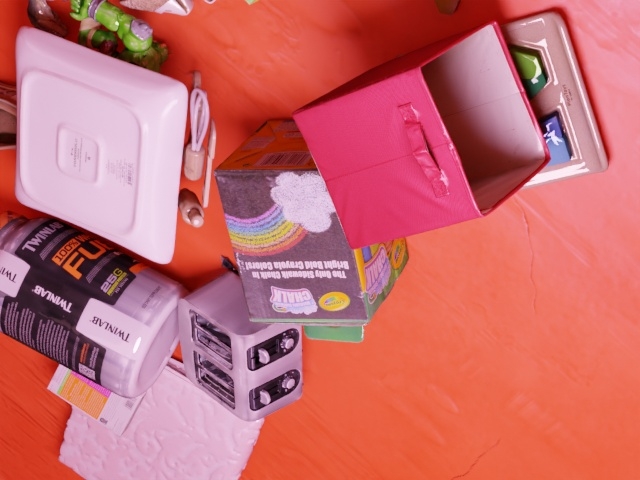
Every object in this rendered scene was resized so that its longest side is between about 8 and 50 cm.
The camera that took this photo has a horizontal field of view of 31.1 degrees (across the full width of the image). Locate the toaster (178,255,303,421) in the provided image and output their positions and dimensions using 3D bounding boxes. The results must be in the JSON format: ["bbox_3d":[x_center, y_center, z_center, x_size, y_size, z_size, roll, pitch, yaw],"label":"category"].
[{"bbox_3d":[-0.118,0.147,1.681,0.185,0.110,0.168,31,134,36],"label":"toaster"}]

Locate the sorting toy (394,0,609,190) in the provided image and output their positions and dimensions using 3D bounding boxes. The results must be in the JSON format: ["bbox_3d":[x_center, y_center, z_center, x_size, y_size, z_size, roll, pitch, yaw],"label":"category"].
[{"bbox_3d":[0.202,-0.196,1.406,0.229,0.041,0.307,-11,112,30],"label":"sorting toy"}]

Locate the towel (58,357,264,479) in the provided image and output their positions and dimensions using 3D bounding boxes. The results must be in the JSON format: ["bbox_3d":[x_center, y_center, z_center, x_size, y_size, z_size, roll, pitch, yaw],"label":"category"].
[{"bbox_3d":[-0.271,0.325,1.916,0.317,0.053,0.332,29,125,9],"label":"towel"}]

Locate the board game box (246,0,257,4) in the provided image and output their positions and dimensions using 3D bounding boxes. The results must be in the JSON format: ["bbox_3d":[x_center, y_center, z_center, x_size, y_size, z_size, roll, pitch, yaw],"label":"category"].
[{"bbox_3d":[-0.049,-0.462,1.336,0.213,0.046,0.317,46,115,-4],"label":"board game box"}]

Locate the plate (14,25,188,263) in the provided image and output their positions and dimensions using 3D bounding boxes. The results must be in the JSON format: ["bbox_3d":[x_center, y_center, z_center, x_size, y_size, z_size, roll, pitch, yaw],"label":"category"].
[{"bbox_3d":[-0.314,-0.122,1.563,0.278,0.045,0.277,22,122,19],"label":"plate"}]

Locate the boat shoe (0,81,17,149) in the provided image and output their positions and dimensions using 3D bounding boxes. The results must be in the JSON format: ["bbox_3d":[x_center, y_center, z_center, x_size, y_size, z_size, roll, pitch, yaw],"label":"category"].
[{"bbox_3d":[-0.498,-0.186,1.710,0.285,0.089,0.105,2,118,24],"label":"boat shoe"}]

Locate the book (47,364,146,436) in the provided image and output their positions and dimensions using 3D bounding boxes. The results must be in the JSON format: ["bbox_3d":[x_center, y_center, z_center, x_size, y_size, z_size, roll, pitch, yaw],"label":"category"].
[{"bbox_3d":[-0.361,0.241,1.865,0.144,0.035,0.096,35,121,5],"label":"book"}]

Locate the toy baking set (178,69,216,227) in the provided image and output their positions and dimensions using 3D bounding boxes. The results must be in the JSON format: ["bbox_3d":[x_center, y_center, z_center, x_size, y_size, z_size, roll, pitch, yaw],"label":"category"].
[{"bbox_3d":[-0.169,-0.117,1.521,0.030,0.256,0.197,-1,110,-12],"label":"toy baking set"}]

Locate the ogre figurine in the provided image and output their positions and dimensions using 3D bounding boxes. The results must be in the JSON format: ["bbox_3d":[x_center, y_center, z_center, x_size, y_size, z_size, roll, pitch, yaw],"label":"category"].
[{"bbox_3d":[-0.270,-0.243,1.568,0.118,0.097,0.197,18,118,24],"label":"ogre figurine"}]

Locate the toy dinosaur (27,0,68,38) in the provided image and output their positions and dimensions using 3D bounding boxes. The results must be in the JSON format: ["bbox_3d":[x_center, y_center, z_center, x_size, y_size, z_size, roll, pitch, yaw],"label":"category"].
[{"bbox_3d":[-0.370,-0.395,1.553,0.118,0.064,0.268,7,117,29],"label":"toy dinosaur"}]

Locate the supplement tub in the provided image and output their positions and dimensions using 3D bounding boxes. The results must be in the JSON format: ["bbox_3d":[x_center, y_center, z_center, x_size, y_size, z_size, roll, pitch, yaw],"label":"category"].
[{"bbox_3d":[-0.372,0.089,1.743,0.316,0.193,0.194,26,125,9],"label":"supplement tub"}]

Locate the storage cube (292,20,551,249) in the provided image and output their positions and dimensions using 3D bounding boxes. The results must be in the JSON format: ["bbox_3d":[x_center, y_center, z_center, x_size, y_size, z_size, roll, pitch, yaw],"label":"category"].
[{"bbox_3d":[0.121,-0.121,1.342,0.193,0.215,0.184,-15,104,40],"label":"storage cube"}]

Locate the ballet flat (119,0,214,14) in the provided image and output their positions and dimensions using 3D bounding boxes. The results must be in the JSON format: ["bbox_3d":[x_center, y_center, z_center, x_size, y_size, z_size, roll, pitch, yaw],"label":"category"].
[{"bbox_3d":[-0.172,-0.329,1.491,0.206,0.073,0.067,-17,117,34],"label":"ballet flat"}]

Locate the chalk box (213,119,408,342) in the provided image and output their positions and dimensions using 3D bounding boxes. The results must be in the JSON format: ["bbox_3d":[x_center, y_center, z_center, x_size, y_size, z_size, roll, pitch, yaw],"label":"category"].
[{"bbox_3d":[0.000,0.000,1.530,0.180,0.179,0.289,1,118,24],"label":"chalk box"}]
